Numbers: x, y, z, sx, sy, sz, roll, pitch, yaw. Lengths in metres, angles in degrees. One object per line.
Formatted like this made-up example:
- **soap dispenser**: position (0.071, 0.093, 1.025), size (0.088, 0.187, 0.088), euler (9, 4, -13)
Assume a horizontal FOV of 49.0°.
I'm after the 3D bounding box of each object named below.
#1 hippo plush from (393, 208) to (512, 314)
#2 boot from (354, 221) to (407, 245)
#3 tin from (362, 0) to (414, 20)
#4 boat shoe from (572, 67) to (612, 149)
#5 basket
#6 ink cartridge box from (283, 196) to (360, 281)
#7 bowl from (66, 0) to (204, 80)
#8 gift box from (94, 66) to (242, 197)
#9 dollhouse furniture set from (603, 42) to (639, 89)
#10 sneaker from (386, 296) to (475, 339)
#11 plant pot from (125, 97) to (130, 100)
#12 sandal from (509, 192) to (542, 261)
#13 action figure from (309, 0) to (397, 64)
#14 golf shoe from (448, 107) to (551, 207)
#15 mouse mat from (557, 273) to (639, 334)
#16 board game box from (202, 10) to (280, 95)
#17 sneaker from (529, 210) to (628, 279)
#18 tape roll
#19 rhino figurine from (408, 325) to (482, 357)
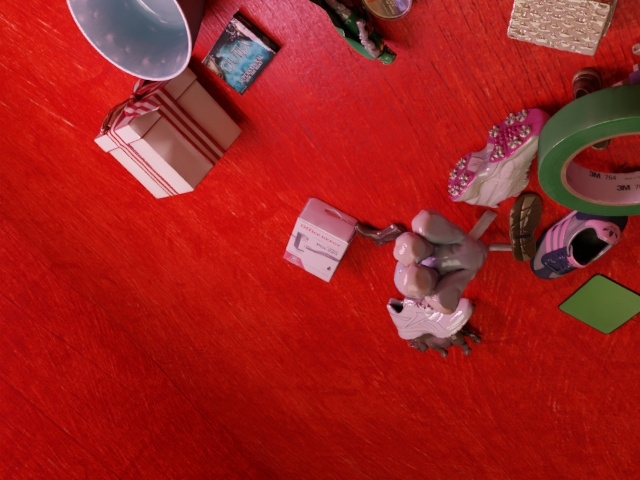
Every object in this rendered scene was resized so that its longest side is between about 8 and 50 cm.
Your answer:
- **hippo plush**: position (0.276, 0.031, 1.739), size (0.234, 0.294, 0.236), euler (50, 166, -9)
- **boot**: position (0.162, -0.030, 1.862), size (0.106, 0.037, 0.114), euler (31, 150, -25)
- **tin**: position (0.107, -0.506, 1.326), size (0.106, 0.040, 0.189), euler (-14, 126, 39)
- **boat shoe**: position (0.515, -0.239, 1.343), size (0.064, 0.060, 0.178), euler (-1, 134, 35)
- **basket**: position (0.409, -0.394, 1.193), size (0.167, 0.103, 0.113), euler (19, 142, 16)
- **ink cartridge box**: position (0.000, 0.000, 1.967), size (0.159, 0.092, 0.218), euler (28, 143, 3)
- **bowl**: position (-0.379, -0.525, 1.531), size (0.312, 0.163, 0.311), euler (19, 144, 15)
- **gift box**: position (-0.374, -0.286, 1.750), size (0.276, 0.255, 0.258), euler (-11, 130, 50)
- **dollhouse furniture set**: position (0.576, -0.300, 1.274), size (0.081, 0.091, 0.114), euler (-5, 177, -18)
- **sneaker**: position (0.305, 0.205, 1.995), size (0.297, 0.111, 0.129), euler (-19, 116, 45)
- **plant pot**: position (-0.484, -0.341, 1.910), size (0.079, 0.083, 0.083), euler (7, 140, 10)
- **sandal**: position (0.470, -0.033, 1.629), size (0.072, 0.049, 0.180), euler (-4, 123, 6)
- **action figure**: position (0.069, -0.434, 1.390), size (0.063, 0.137, 0.232), euler (-28, 125, 36)
- **golf shoe**: position (0.402, -0.168, 1.491), size (0.140, 0.115, 0.306), euler (21, 148, -17)
- **mouse mat**: position (0.701, 0.161, 1.746), size (0.153, 0.007, 0.189), euler (29, 143, 2)
- **board game box**: position (-0.187, -0.430, 1.631), size (0.126, 0.026, 0.186), euler (38, 144, -12)
- **sneaker**: position (0.557, 0.021, 1.569), size (0.112, 0.131, 0.319), euler (28, 145, 2)
- **tape roll**: position (0.571, -0.158, 1.304), size (0.321, 0.077, 0.321), euler (7, 152, 4)
- **rhino figurine**: position (0.352, 0.294, 2.094), size (0.106, 0.073, 0.243), euler (42, 144, -23)
